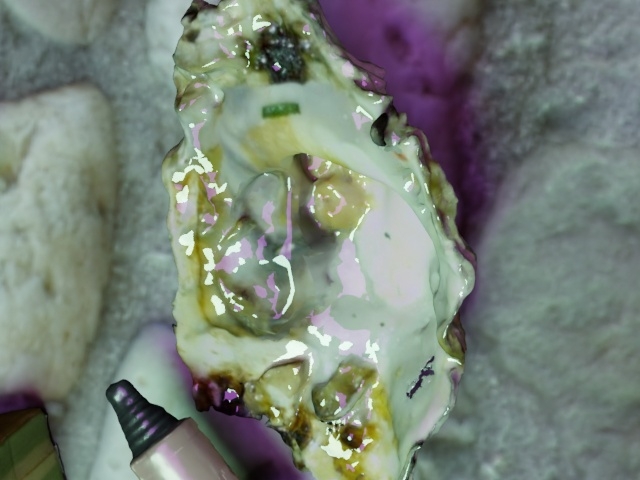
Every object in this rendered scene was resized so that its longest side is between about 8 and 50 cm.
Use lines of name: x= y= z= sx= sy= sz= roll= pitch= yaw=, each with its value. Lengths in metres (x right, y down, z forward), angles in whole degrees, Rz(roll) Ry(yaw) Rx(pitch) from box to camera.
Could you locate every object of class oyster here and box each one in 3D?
oyster: x=0.004 y=-0.001 z=0.544 sx=0.201 sy=0.107 sz=0.354 roll=8 pitch=112 yaw=26

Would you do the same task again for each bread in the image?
bread: x=-0.265 y=0.174 z=0.602 sx=0.139 sy=0.084 sz=0.074 roll=-11 pitch=98 yaw=9

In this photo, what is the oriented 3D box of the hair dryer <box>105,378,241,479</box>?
hair dryer: x=-0.041 y=0.236 z=0.570 sx=0.189 sy=0.107 sz=0.344 roll=-37 pitch=92 yaw=13
